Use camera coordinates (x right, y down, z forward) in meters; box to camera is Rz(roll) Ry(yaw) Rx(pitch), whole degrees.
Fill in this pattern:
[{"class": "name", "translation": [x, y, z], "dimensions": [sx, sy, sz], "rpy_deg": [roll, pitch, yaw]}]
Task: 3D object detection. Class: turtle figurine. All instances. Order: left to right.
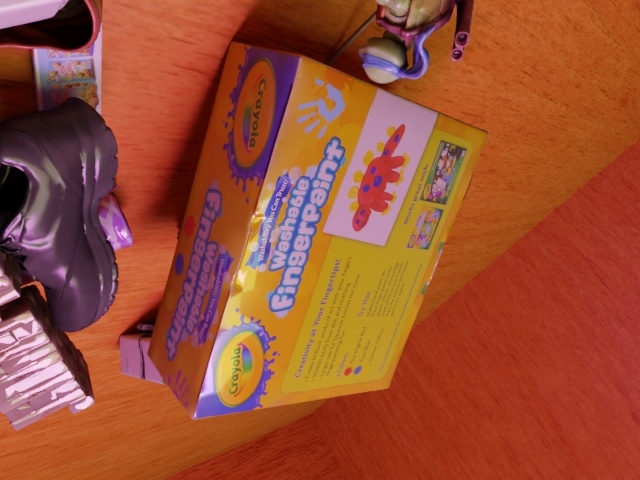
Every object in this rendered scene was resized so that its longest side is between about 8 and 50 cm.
[{"class": "turtle figurine", "translation": [0.068, -0.325, 0.574], "dimensions": [0.198, 0.275, 0.266], "rpy_deg": [23, 103, -37]}]

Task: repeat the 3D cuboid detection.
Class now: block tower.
[{"class": "block tower", "translation": [-0.380, 0.076, 0.603], "dimensions": [0.097, 0.091, 0.335], "rpy_deg": [-26, 125, -15]}]

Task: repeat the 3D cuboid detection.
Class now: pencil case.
[{"class": "pencil case", "translation": [-0.358, 0.000, 0.698], "dimensions": [0.206, 0.088, 0.086], "rpy_deg": [-23, -168, -24]}]

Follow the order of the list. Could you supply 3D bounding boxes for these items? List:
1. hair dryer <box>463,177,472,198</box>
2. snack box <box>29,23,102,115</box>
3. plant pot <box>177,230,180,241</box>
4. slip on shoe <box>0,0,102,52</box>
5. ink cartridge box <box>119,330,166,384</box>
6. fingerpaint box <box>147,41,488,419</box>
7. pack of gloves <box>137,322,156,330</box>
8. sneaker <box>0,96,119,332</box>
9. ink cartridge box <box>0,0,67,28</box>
[{"class": "hair dryer", "translation": [0.270, -0.119, 1.219], "dimensions": [0.293, 0.080, 0.223], "rpy_deg": [-50, 151, 2]}, {"class": "snack box", "translation": [-0.269, -0.162, 0.560], "dimensions": [0.064, 0.022, 0.178], "rpy_deg": [-16, 152, -32]}, {"class": "plant pot", "translation": [-0.145, 0.014, 0.906], "dimensions": [0.165, 0.167, 0.167], "rpy_deg": [-23, 156, -5]}, {"class": "slip on shoe", "translation": [-0.310, -0.190, 0.354], "dimensions": [0.331, 0.101, 0.123], "rpy_deg": [-9, 149, -42]}, {"class": "ink cartridge box", "translation": [-0.298, 0.235, 1.095], "dimensions": [0.208, 0.087, 0.153], "rpy_deg": [-3, 180, 39]}, {"class": "fingerpaint box", "translation": [0.000, 0.000, 0.756], "dimensions": [0.371, 0.163, 0.445], "rpy_deg": [5, 108, -42]}, {"class": "pack of gloves", "translation": [-0.254, 0.166, 1.122], "dimensions": [0.195, 0.046, 0.232], "rpy_deg": [-1, 180, 37]}, {"class": "sneaker", "translation": [-0.301, -0.010, 0.571], "dimensions": [0.130, 0.109, 0.286], "rpy_deg": [-31, 139, -49]}, {"class": "ink cartridge box", "translation": [-0.248, -0.213, 0.277], "dimensions": [0.148, 0.086, 0.203], "rpy_deg": [-25, 117, -21]}]
